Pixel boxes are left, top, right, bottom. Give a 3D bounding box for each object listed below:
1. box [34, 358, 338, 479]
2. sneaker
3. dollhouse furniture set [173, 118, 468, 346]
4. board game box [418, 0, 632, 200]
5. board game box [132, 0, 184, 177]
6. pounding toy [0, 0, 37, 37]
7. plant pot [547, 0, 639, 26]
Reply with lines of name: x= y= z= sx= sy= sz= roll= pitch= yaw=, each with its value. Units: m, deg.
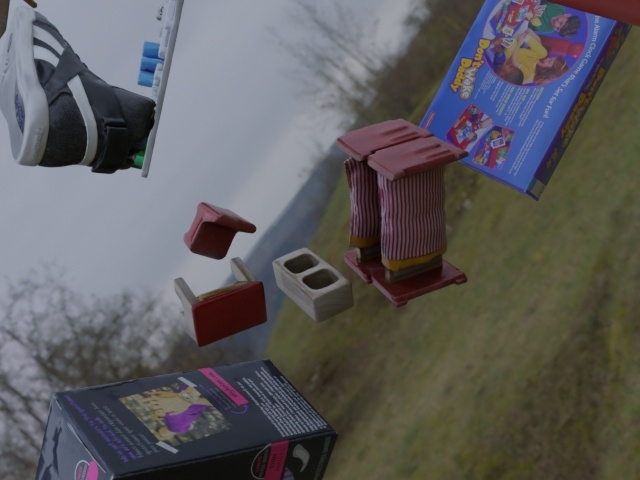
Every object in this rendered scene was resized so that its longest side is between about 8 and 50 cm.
box: x=-0.143 y=0.243 z=1.219 sx=0.270 sy=0.143 sz=0.165 roll=-5 pitch=-57 yaw=-37
sneaker: x=-0.205 y=-0.122 z=0.993 sx=0.079 sy=0.121 sz=0.217 roll=-65 pitch=29 yaw=30
dollhouse furniture set: x=0.000 y=0.000 z=1.508 sx=0.374 sy=0.201 sz=0.152 roll=-20 pitch=33 yaw=-24
board game box: x=0.345 y=-0.273 z=1.987 sx=0.347 sy=0.233 sz=0.078 roll=-62 pitch=-28 yaw=3
board game box: x=-0.236 y=-0.350 z=1.762 sx=0.390 sy=0.050 sz=0.390 roll=-95 pitch=19 yaw=-60
pounding toy: x=-0.615 y=-0.418 z=2.138 sx=0.206 sy=0.181 sz=0.094 roll=-27 pitch=57 yaw=56
plant pot: x=0.430 y=-0.412 z=1.566 sx=0.275 sy=0.243 sz=0.275 roll=6 pitch=-90 yaw=-85
